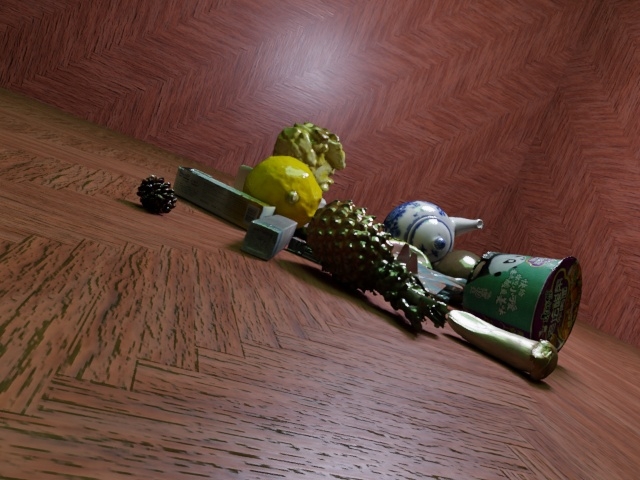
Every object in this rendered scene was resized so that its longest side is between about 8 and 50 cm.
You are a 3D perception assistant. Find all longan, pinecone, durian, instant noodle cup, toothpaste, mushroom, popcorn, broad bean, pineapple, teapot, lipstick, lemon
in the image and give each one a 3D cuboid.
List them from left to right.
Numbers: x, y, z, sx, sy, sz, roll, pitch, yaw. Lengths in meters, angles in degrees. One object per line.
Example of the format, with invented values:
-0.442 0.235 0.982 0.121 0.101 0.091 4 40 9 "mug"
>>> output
-0.341 -0.096 0.977 0.083 0.077 0.077 30 9 19 "pinecone"
-0.275 -0.114 1.276 0.313 0.089 0.071 26 15 23 "toothpaste"
-0.112 -0.015 1.094 0.066 0.068 0.317 21 7 2 "lipstick"
-0.117 -0.137 1.377 0.234 0.233 0.288 20 -3 -18 "lemon"
-0.040 -0.310 1.712 0.293 0.236 0.293 21 9 -4 "popcorn"
-0.010 -0.003 1.383 0.098 0.055 0.318 18 6 -24 "broad bean"
0.108 0.057 0.957 0.175 0.175 0.361 16 24 -43 "pineapple"
0.215 0.063 1.362 0.221 0.095 0.137 14 35 -26 "durian"
0.331 -0.004 1.532 0.425 0.252 0.280 -17 11 -12 "teapot"
0.424 0.111 1.407 0.189 0.189 0.189 22 7 -3 "longan"
0.347 0.199 0.901 0.209 0.071 0.084 23 38 33 "mushroom"
0.475 0.138 1.105 0.251 0.251 0.190 16 1 -43 "instant noodle cup"

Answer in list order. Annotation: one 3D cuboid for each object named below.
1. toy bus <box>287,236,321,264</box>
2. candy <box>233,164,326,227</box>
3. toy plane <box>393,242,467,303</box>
-0.018 0.031 1.167 0.131 0.036 0.052 23 5 5 "toy bus"
-0.166 -0.159 1.733 0.208 0.144 0.359 18 9 -43 "candy"
0.307 0.115 1.237 0.327 0.104 0.223 28 15 -24 "toy plane"
